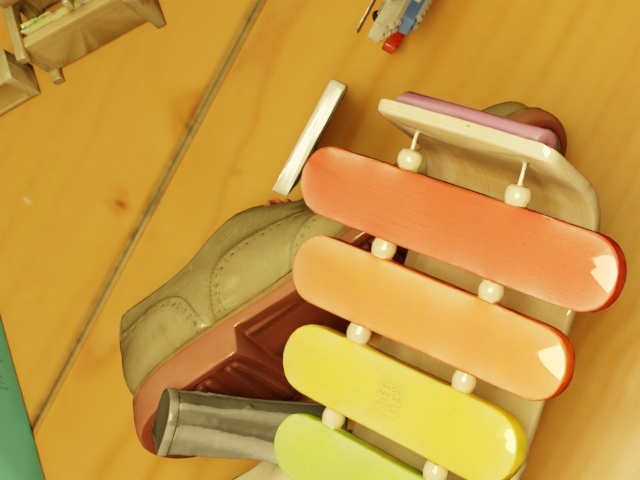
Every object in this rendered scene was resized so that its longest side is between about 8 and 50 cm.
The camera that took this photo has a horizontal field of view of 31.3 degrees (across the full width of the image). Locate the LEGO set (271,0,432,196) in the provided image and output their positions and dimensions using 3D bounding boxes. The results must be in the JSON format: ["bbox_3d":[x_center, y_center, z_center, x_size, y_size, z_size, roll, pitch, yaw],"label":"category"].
[{"bbox_3d":[0.050,-0.136,0.755,0.060,0.182,0.244,28,97,-1],"label":"LEGO set"}]

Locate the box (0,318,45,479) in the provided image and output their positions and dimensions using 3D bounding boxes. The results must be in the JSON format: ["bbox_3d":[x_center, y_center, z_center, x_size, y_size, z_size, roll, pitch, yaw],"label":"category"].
[{"bbox_3d":[-0.281,0.157,0.883,0.100,0.060,0.244,-27,70,14],"label":"box"}]

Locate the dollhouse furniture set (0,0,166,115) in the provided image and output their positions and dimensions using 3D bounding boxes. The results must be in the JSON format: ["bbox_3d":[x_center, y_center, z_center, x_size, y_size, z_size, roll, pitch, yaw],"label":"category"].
[{"bbox_3d":[-0.248,-0.199,0.895,0.182,0.161,0.101,-25,70,14],"label":"dollhouse furniture set"}]

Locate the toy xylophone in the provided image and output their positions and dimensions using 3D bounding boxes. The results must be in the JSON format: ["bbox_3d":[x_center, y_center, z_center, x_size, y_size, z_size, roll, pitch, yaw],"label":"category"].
[{"bbox_3d":[0.077,0.088,0.617,0.236,0.081,0.322,12,94,39],"label":"toy xylophone"}]

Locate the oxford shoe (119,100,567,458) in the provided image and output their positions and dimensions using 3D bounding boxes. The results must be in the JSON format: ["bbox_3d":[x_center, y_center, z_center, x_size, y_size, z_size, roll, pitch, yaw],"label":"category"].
[{"bbox_3d":[0.000,0.000,0.775,0.348,0.123,0.130,-34,52,5],"label":"oxford shoe"}]

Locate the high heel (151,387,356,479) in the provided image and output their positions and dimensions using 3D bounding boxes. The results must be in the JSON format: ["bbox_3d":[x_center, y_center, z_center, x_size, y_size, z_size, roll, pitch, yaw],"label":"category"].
[{"bbox_3d":[-0.041,0.217,0.776,0.093,0.186,0.261,-112,36,-58],"label":"high heel"}]
